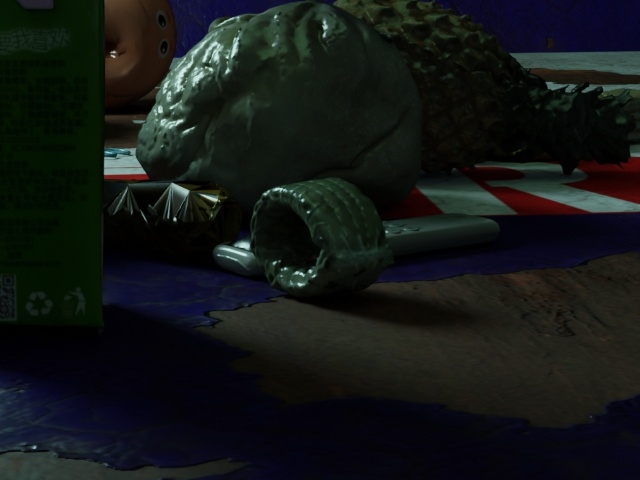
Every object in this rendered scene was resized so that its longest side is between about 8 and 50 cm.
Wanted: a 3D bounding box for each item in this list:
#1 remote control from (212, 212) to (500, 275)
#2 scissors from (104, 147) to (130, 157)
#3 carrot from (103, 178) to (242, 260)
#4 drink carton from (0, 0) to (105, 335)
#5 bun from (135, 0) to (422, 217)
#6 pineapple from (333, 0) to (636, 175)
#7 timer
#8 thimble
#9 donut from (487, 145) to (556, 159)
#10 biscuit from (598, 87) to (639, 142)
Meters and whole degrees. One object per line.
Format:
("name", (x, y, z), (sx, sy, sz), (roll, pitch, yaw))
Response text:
("remote control", (0.033, -0.002, 1.399), (0.261, 0.029, 0.067), (-8, 12, -35))
("scissors", (-0.292, -0.112, 2.067), (0.119, 0.014, 0.058), (8, 12, 24))
("carrot", (-0.165, -0.023, 1.434), (0.229, 0.068, 0.069), (5, 12, 36))
("drink carton", (-0.199, -0.075, 1.134), (0.108, 0.271, 0.161), (-1, 10, -9))
("bun", (-0.028, -0.130, 1.625), (0.282, 0.204, 0.281), (1, 11, 0))
("pineapple", (0.163, -0.154, 1.842), (0.362, 0.202, 0.202), (11, 11, 2))
("timer", (-0.332, -0.313, 2.579), (0.230, 0.229, 0.215), (-1, 16, -6))
("thimble", (0.000, 0.000, 1.240), (0.062, 0.084, 0.110), (-9, 26, -34))
("donut", (0.241, -0.129, 2.032), (0.141, 0.059, 0.140), (3, 10, 0))
("biscuit", (0.366, -0.158, 2.166), (0.108, 0.061, 0.239), (8, 13, 39))
